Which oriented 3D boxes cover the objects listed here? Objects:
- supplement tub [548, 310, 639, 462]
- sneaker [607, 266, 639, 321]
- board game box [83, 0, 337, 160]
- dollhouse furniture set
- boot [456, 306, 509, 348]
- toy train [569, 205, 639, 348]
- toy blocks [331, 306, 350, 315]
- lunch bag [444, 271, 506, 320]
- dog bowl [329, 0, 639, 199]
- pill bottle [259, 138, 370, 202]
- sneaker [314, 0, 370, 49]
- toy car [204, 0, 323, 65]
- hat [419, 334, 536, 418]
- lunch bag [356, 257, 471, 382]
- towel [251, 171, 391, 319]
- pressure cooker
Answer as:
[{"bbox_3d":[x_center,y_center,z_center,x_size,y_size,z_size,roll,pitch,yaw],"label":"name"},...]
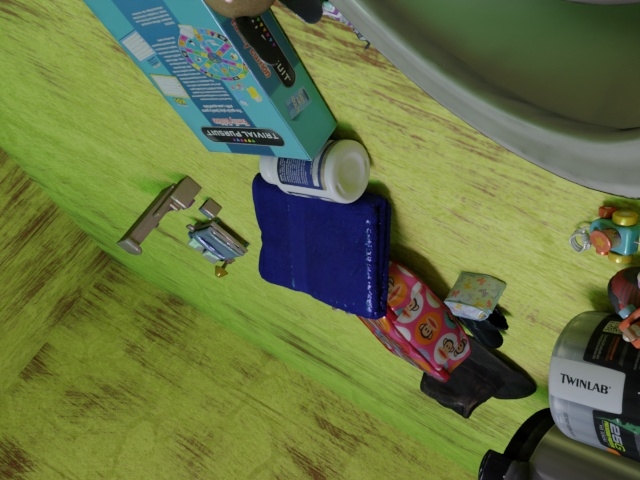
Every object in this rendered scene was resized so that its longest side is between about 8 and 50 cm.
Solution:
[{"bbox_3d":[0.478,0.203,0.682,0.316,0.193,0.193,4,144,52],"label":"supplement tub"},{"bbox_3d":[0.447,0.066,0.572,0.276,0.098,0.135,24,142,50],"label":"sneaker"},{"bbox_3d":[-0.161,-0.263,0.751,0.254,0.079,0.336,13,151,42],"label":"board game box"},{"bbox_3d":[-0.341,0.019,1.453,0.303,0.198,0.286,42,158,-21],"label":"dollhouse furniture set"},{"bbox_3d":[0.319,0.160,1.018,0.121,0.045,0.099,42,162,-4],"label":"boot"},{"bbox_3d":[0.341,0.044,0.611,0.166,0.046,0.125,63,155,26],"label":"toy train"},{"bbox_3d":[0.022,0.108,1.305,0.148,0.054,0.123,49,160,-19],"label":"toy blocks"},{"bbox_3d":[0.267,0.098,0.922,0.083,0.071,0.053,3,142,52],"label":"lunch bag"},{"bbox_3d":[0.074,-0.209,0.248,0.408,0.150,0.408,45,-175,-5],"label":"dog bowl"},{"bbox_3d":[-0.015,-0.114,0.841,0.170,0.094,0.094,13,151,41],"label":"pill bottle"},{"bbox_3d":[0.035,-0.237,0.582,0.098,0.038,0.069,17,153,37],"label":"sneaker"},{"bbox_3d":[-0.074,-0.263,0.498,0.149,0.155,0.188,2,137,54],"label":"toy car"},{"bbox_3d":[0.323,0.338,1.278,0.332,0.133,0.331,30,158,13],"label":"hat"},{"bbox_3d":[0.149,0.143,1.112,0.293,0.120,0.258,49,168,-28],"label":"lunch bag"},{"bbox_3d":[0.000,0.000,0.986,0.308,0.076,0.227,17,118,42],"label":"towel"},{"bbox_3d":[0.524,0.532,1.046,0.421,0.376,0.369,10,120,52],"label":"pressure cooker"}]
